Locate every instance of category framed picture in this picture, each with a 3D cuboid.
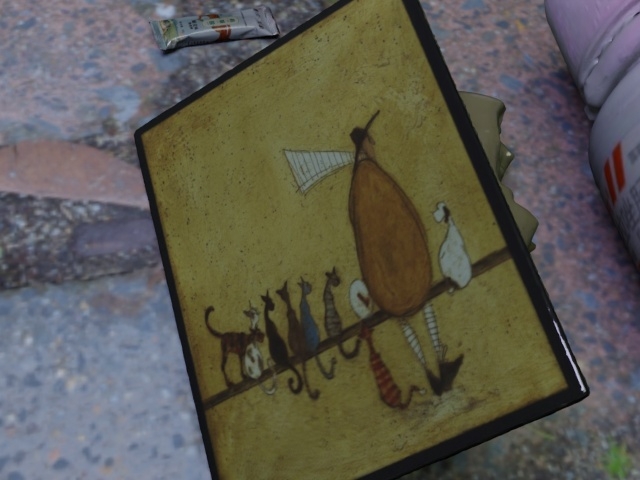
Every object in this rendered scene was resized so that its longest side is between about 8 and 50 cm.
[{"bbox_3d":[0.000,0.000,0.623,0.255,0.014,0.338,-28,61,20],"label":"framed picture"}]

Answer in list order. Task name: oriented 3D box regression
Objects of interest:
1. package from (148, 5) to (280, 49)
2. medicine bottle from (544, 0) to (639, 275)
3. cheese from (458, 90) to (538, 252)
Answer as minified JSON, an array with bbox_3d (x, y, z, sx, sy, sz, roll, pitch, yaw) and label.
[{"bbox_3d":[-0.092,-0.186,0.798,0.110,0.015,0.037,-12,58,-15],"label":"package"},{"bbox_3d":[0.319,-0.094,0.659,0.256,0.256,0.324,-12,64,-13],"label":"medicine bottle"},{"bbox_3d":[0.085,-0.031,0.690,0.175,0.091,0.202,21,61,3],"label":"cheese"}]
